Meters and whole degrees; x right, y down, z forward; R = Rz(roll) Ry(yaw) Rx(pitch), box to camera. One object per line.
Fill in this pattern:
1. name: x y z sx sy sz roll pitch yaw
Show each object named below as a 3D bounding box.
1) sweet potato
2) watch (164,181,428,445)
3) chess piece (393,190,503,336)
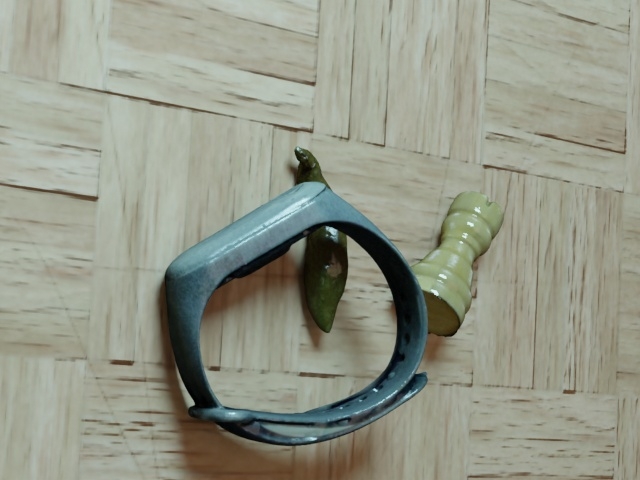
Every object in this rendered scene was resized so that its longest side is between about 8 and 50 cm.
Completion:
1. sweet potato: 0.003 -0.001 1.258 0.041 0.038 0.153 -7 90 -62
2. watch: -0.019 0.069 1.192 0.206 0.068 0.193 -32 100 -21
3. chess piece: 0.116 0.017 1.337 0.066 0.066 0.122 49 54 -26
